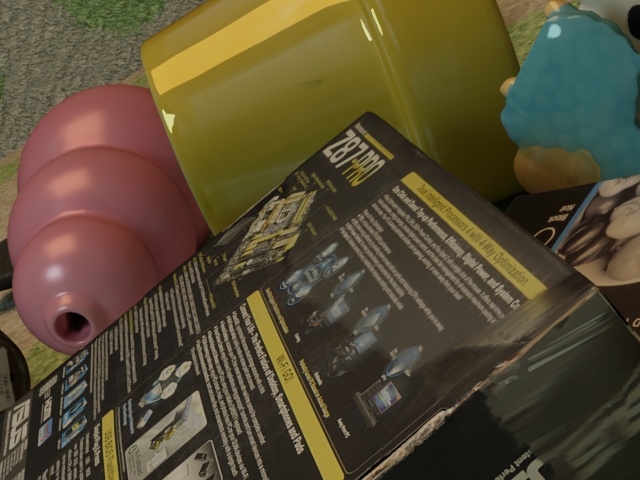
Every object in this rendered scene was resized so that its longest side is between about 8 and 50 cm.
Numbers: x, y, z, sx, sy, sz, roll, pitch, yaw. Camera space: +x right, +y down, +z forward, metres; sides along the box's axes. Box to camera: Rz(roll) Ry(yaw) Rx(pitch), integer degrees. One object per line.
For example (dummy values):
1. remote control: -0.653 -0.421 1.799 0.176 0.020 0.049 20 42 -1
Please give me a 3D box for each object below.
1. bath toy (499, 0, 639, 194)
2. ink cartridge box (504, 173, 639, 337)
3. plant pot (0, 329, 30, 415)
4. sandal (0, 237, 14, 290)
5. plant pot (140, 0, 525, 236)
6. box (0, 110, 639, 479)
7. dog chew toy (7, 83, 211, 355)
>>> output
1. bath toy: 0.251 -0.144 0.911 0.348 0.129 0.151 -43 -16 -41
2. ink cartridge box: 0.129 0.050 0.670 0.206 0.045 0.208 -9 40 55
3. plant pot: -0.382 0.126 1.221 0.230 0.215 0.215 2 37 40
4. sandal: -0.336 0.030 1.619 0.254 0.054 0.097 -12 33 29
5. plant pot: 0.007 -0.113 0.976 0.239 0.254 0.254 -23 18 1
6. box: -0.030 0.094 0.659 0.318 0.097 0.395 -42 18 2
7. dog chew toy: -0.203 -0.012 1.256 0.206 0.207 0.332 -28 26 17
